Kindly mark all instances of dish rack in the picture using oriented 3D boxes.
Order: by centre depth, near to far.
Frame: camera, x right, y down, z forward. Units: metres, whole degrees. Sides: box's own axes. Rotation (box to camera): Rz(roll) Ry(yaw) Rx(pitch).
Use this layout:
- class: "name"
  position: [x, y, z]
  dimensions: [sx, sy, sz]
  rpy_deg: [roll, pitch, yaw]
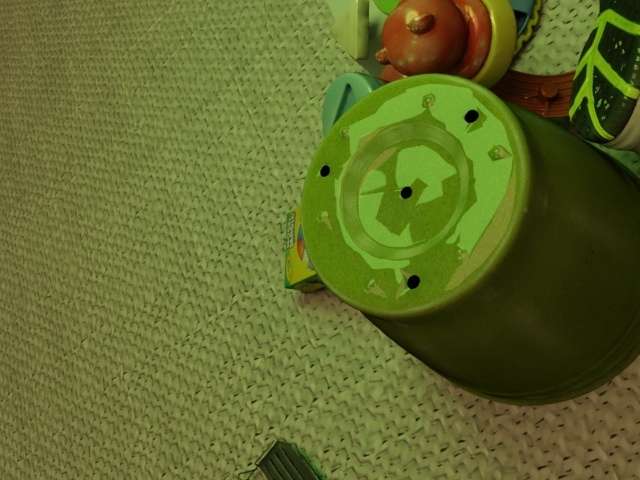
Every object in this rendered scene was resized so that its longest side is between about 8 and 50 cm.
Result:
- class: "dish rack"
  position: [-0.093, 0.445, 0.964]
  dimensions: [0.271, 0.074, 0.208]
  rpy_deg: [-53, 55, 11]

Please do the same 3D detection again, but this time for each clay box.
- class: "clay box"
  position: [0.000, 0.000, 0.984]
  dimensions: [0.222, 0.053, 0.127]
  rpy_deg: [-29, 56, 58]

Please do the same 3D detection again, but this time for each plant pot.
- class: "plant pot"
  position: [0.168, -0.006, 0.738]
  dimensions: [0.366, 0.353, 0.366]
  rpy_deg: [-11, 71, 33]

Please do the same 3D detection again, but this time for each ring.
- class: "ring"
  position: [0.289, -0.319, 0.849]
  dimensions: [0.337, 0.032, 0.336]
  rpy_deg: [-1, 78, 5]

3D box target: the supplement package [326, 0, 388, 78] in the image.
- class: "supplement package"
  position: [0.086, -0.370, 1.056]
  dimensions: [0.105, 0.105, 0.179]
  rpy_deg: [-32, 60, 24]

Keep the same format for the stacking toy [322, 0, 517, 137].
- class: "stacking toy"
  position: [0.068, -0.254, 0.839]
  dimensions: [0.309, 0.130, 0.279]
  rpy_deg: [-49, 57, 52]

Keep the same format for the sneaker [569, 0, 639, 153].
- class: "sneaker"
  position: [0.399, -0.274, 0.728]
  dimensions: [0.145, 0.147, 0.384]
  rpy_deg: [-164, 91, -77]

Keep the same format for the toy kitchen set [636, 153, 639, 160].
- class: "toy kitchen set"
  position: [0.416, -0.095, 0.762]
  dimensions: [0.068, 0.075, 0.083]
  rpy_deg: [-30, 66, 24]

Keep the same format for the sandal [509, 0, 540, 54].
- class: "sandal"
  position: [0.215, -0.294, 0.925]
  dimensions: [0.126, 0.138, 0.317]
  rpy_deg: [15, 84, 39]
